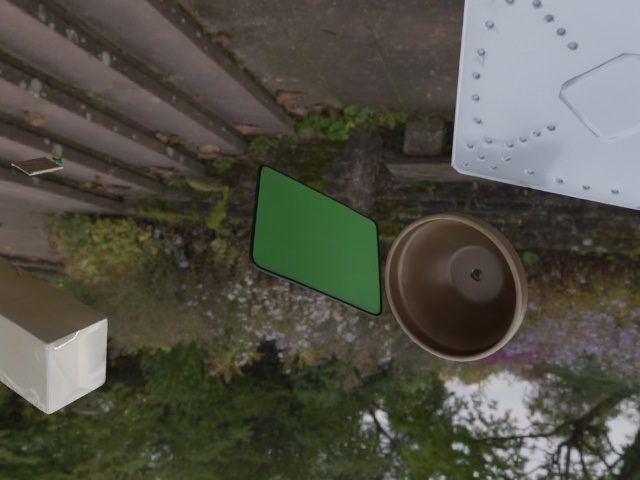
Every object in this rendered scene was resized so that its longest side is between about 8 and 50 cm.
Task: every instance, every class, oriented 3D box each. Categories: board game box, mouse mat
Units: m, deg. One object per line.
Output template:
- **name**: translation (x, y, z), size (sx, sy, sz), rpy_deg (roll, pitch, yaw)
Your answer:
- **board game box**: translation (0.369, -0.188, 0.771), size (0.390, 0.050, 0.389), rpy_deg (14, 149, 17)
- **mouse mat**: translation (0.000, 0.000, 0.750), size (0.190, 0.152, 0.007), rpy_deg (26, 137, -29)

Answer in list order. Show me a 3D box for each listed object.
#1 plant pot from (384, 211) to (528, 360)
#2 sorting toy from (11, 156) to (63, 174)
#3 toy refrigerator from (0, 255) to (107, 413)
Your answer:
- **plant pot**: translation (0.231, 0.066, 1.014), size (0.238, 0.237, 0.110), rpy_deg (1, -170, 42)
- **sorting toy**: translation (-0.449, -0.122, 1.027), size (0.062, 0.012, 0.083), rpy_deg (23, -151, 31)
- **toy refrigerator**: translation (-0.396, 0.101, 0.804), size (0.270, 0.102, 0.094), rpy_deg (22, -154, 26)
